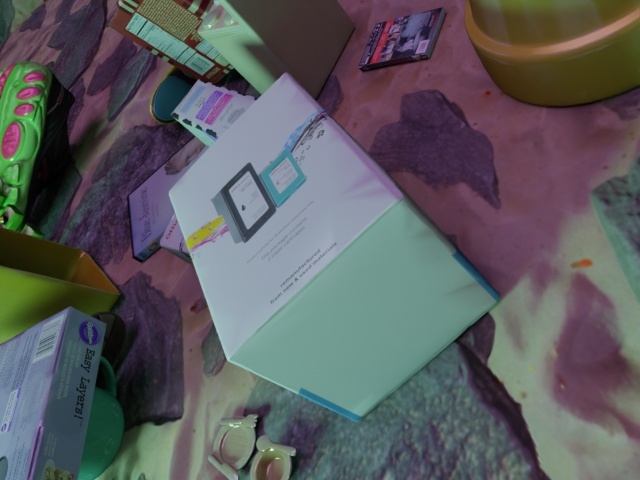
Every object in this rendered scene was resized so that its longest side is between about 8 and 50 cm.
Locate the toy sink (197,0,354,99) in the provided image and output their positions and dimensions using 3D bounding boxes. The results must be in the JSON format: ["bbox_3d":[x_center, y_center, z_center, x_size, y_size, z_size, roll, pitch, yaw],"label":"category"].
[{"bbox_3d":[-0.085,-0.347,0.906,0.131,0.234,0.152,12,71,44],"label":"toy sink"}]

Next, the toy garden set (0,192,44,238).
[{"bbox_3d":[-0.653,0.038,1.179,0.244,0.049,0.203,38,99,19],"label":"toy garden set"}]

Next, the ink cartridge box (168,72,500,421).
[{"bbox_3d":[0.000,0.000,0.614,0.197,0.198,0.270,-43,41,9],"label":"ink cartridge box"}]

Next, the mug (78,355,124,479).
[{"bbox_3d":[-0.318,0.249,0.788,0.157,0.097,0.129,-49,41,1],"label":"mug"}]

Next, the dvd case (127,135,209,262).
[{"bbox_3d":[-0.239,-0.098,1.021,0.253,0.022,0.180,-39,43,14],"label":"dvd case"}]

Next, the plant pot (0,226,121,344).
[{"bbox_3d":[-0.496,0.108,0.977,0.212,0.212,0.187,29,95,48],"label":"plant pot"}]

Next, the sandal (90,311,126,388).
[{"bbox_3d":[-0.370,0.204,0.878,0.060,0.090,0.219,2,64,60],"label":"sandal"}]

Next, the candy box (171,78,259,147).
[{"bbox_3d":[-0.090,-0.131,0.808,0.196,0.165,0.070,30,83,48],"label":"candy box"}]

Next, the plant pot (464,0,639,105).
[{"bbox_3d":[0.244,-0.307,0.591,0.254,0.239,0.254,-23,48,28],"label":"plant pot"}]

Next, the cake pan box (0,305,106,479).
[{"bbox_3d":[-0.389,0.235,0.735,0.246,0.070,0.266,-26,48,23],"label":"cake pan box"}]

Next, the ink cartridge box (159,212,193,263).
[{"bbox_3d":[-0.151,-0.017,0.856,0.150,0.063,0.109,10,69,45],"label":"ink cartridge box"}]

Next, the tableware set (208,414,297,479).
[{"bbox_3d":[-0.091,0.273,0.632,0.141,0.020,0.168,4,65,42],"label":"tableware set"}]

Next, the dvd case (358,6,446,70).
[{"bbox_3d":[0.117,-0.291,0.856,0.119,0.013,0.087,2,63,43],"label":"dvd case"}]

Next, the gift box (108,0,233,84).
[{"bbox_3d":[-0.199,-0.461,1.083,0.255,0.276,0.258,-6,61,54],"label":"gift box"}]

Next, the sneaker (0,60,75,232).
[{"bbox_3d":[-0.664,-0.152,1.334,0.185,0.202,0.482,18,89,18],"label":"sneaker"}]

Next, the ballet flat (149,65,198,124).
[{"bbox_3d":[-0.280,-0.313,1.183,0.077,0.077,0.231,-23,42,56],"label":"ballet flat"}]
